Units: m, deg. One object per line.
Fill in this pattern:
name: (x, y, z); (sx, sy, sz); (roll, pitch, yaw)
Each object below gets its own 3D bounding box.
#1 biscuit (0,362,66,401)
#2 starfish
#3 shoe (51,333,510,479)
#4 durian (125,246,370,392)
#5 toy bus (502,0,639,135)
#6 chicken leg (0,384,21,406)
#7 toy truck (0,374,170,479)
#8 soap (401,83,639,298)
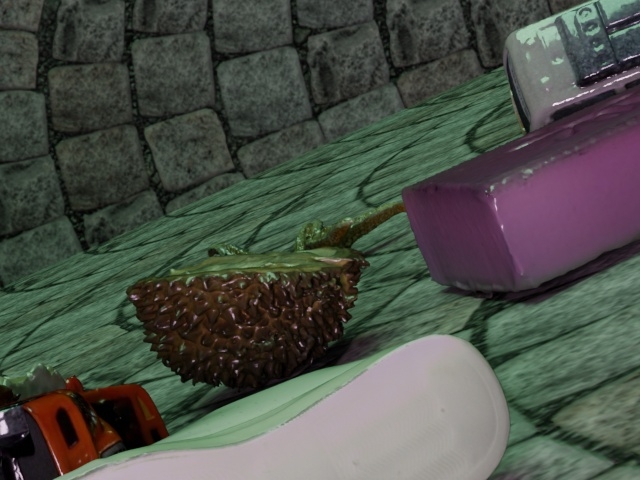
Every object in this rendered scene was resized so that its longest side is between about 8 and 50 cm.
biscuit: (-0.303, 0.165, 1.174); (0.281, 0.084, 0.179); (-23, 3, -14)
starfish: (0.000, 0.000, 1.514); (0.176, 0.053, 0.208); (-24, 10, -10)
shoe: (-0.046, 0.119, 0.714); (0.265, 0.095, 0.110); (-21, 0, -29)
durian: (-0.055, 0.054, 1.149); (0.188, 0.091, 0.148); (0, 10, 42)
toy bus: (0.309, -0.157, 1.321); (0.342, 0.097, 0.138); (-20, -24, 11)
chicken leg: (-0.322, 0.175, 0.984); (0.322, 0.083, 0.177); (-26, -11, -31)
toy truck: (-0.150, 0.129, 0.844); (0.114, 0.107, 0.252); (-17, 0, -39)
soap: (0.201, -0.051, 1.159); (0.259, 0.081, 0.181); (-25, 7, -13)
